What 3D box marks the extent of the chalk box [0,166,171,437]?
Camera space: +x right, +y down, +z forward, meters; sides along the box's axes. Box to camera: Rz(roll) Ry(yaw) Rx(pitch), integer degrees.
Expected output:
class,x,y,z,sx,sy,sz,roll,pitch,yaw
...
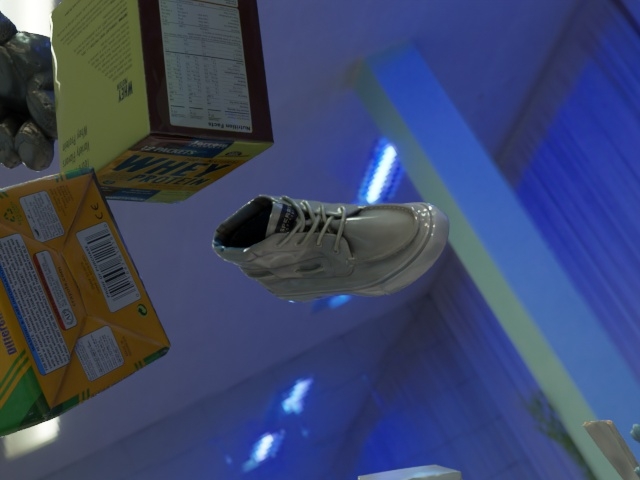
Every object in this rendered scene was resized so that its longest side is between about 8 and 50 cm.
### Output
class,x,y,z,sx,sy,sz,roll,pitch,yaw
chalk box,-0.311,0.079,1.054,0.288,0.180,0.179,-23,2,28

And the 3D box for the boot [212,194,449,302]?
class,x,y,z,sx,sy,sz,roll,pitch,yaw
boot,0.000,0.000,1.272,0.123,0.095,0.258,29,-32,-35

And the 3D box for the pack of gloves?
class,x,y,z,sx,sy,sz,roll,pitch,yaw
pack of gloves,0.425,0.332,1.573,0.046,0.232,0.195,-34,0,-19

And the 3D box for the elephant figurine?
class,x,y,z,sx,sy,sz,roll,pitch,yaw
elephant figurine,-0.295,-0.178,1.529,0.239,0.169,0.186,-22,-32,-51

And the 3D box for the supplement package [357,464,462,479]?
class,x,y,z,sx,sy,sz,roll,pitch,yaw
supplement package,0.107,0.323,1.460,0.105,0.105,0.179,-7,-8,-4

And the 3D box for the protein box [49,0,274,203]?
class,x,y,z,sx,sy,sz,roll,pitch,yaw
protein box,-0.162,-0.162,1.239,0.135,0.201,0.199,3,-17,-35
